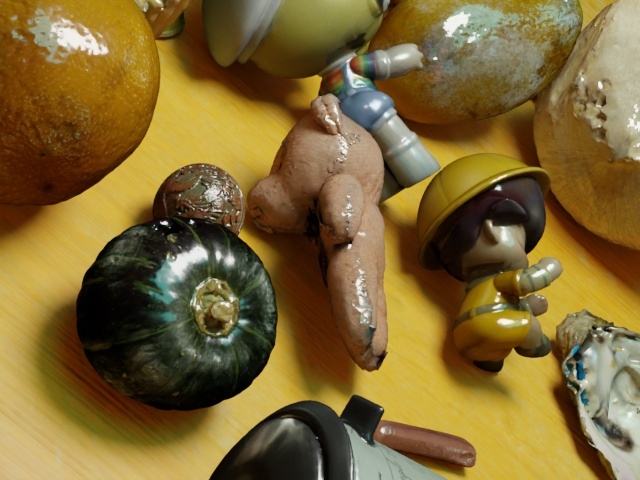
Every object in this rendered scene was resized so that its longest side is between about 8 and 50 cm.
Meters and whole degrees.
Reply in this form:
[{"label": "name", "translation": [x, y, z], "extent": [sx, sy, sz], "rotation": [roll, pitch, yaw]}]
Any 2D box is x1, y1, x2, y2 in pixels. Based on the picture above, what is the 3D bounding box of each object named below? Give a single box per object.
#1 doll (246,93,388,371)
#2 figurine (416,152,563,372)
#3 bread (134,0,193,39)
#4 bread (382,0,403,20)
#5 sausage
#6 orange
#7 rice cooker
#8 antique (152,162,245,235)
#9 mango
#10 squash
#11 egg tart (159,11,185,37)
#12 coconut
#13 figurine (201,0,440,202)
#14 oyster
[{"label": "doll", "translation": [0.000, 0.000, 1.393], "extent": [0.156, 0.201, 0.303], "rotation": [-6, 57, 4]}, {"label": "figurine", "translation": [0.198, 0.016, 1.513], "extent": [0.167, 0.192, 0.257], "rotation": [9, 59, -14]}, {"label": "bread", "translation": [-0.258, -0.334, 1.413], "extent": [0.274, 0.149, 0.274], "rotation": [14, 55, -21]}, {"label": "bread", "translation": [0.077, -0.403, 1.795], "extent": [0.344, 0.149, 0.195], "rotation": [18, 45, -31]}, {"label": "sausage", "translation": [0.108, 0.219, 1.366], "extent": [0.147, 0.035, 0.030], "rotation": [19, 13, -31]}, {"label": "orange", "translation": [-0.275, -0.164, 1.186], "extent": [0.264, 0.264, 0.264], "rotation": [24, 43, -25]}, {"label": "rice cooker", "translation": [-0.002, 0.269, 1.058], "extent": [0.227, 0.241, 0.280], "rotation": [30, 85, -25]}, {"label": "antique", "translation": [-0.127, -0.032, 1.318], "extent": [0.104, 0.104, 0.104], "rotation": [24, 43, -25]}, {"label": "mango", "translation": [0.214, -0.263, 1.726], "extent": [0.316, 0.146, 0.193], "rotation": [-17, 103, -14]}, {"label": "squash", "translation": [-0.133, 0.070, 1.183], "extent": [0.193, 0.156, 0.193], "rotation": [34, 46, -44]}, {"label": "egg tart", "translation": [-0.202, -0.294, 1.533], "extent": [0.105, 0.039, 0.105], "rotation": [26, 41, -26]}, {"label": "coconut", "translation": [0.490, -0.165, 1.782], "extent": [0.404, 0.404, 0.404], "rotation": [24, 43, -25]}, {"label": "figurine", "translation": [0.010, -0.226, 1.509], "extent": [0.382, 0.224, 0.205], "rotation": [48, 44, 7]}, {"label": "oyster", "translation": [0.385, 0.213, 1.587], "extent": [0.214, 0.083, 0.223], "rotation": [26, 59, -11]}]
